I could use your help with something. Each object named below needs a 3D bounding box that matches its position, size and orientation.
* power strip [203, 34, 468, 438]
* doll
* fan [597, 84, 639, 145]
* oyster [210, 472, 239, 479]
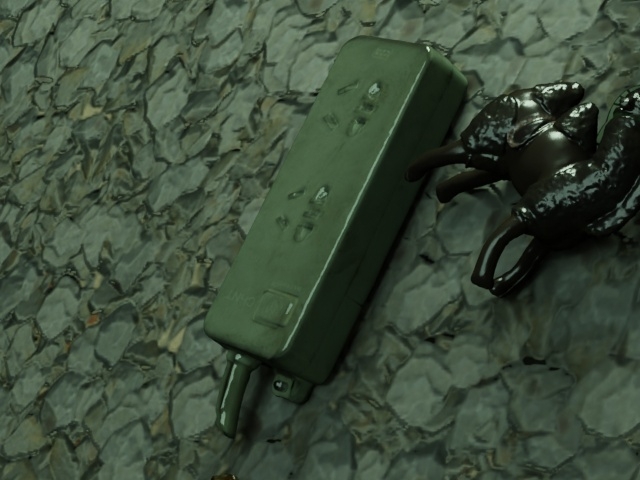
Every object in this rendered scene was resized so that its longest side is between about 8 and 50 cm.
[{"bbox_3d":[0.000,0.000,1.218,0.093,0.053,0.288,16,76,47],"label":"power strip"},{"bbox_3d":[0.142,-0.044,1.109,0.165,0.057,0.139,-40,43,16],"label":"doll"},{"bbox_3d":[0.202,-0.083,1.112,0.083,0.004,0.056,-58,40,2],"label":"fan"},{"bbox_3d":[-0.113,0.204,1.199,0.148,0.051,0.103,-39,36,34],"label":"oyster"}]
